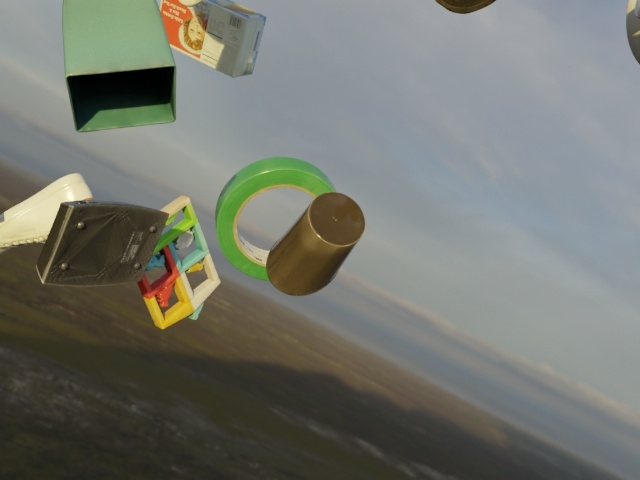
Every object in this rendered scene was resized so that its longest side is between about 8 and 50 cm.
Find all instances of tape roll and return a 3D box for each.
[{"bbox_3d":[-0.102,-0.050,2.041,0.321,0.321,0.077,28,21,-24],"label":"tape roll"}]

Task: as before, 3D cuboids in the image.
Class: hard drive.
[{"bbox_3d":[-0.407,0.002,1.524,0.054,0.172,0.254,31,14,26],"label":"hard drive"}]

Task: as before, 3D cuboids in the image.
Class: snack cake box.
[{"bbox_3d":[-0.276,-0.524,2.008,0.264,0.152,0.089,30,30,22],"label":"snack cake box"}]

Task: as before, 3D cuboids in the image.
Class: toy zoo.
[{"bbox_3d":[-0.333,0.069,1.867,0.030,0.192,0.293,16,-47,39],"label":"toy zoo"}]

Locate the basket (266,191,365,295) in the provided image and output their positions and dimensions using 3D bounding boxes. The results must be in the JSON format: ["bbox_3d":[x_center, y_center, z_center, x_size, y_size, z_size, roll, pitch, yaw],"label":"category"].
[{"bbox_3d":[0.000,0.000,1.775,0.154,0.204,0.227,50,-31,7],"label":"basket"}]

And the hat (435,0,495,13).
[{"bbox_3d":[0.358,-0.675,1.793,0.331,0.331,0.134,24,34,38],"label":"hat"}]

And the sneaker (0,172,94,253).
[{"bbox_3d":[-0.614,-0.021,1.760,0.123,0.290,0.106,59,11,6],"label":"sneaker"}]

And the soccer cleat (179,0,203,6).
[{"bbox_3d":[-0.207,-0.525,1.551,0.068,0.196,0.076,29,-4,1],"label":"soccer cleat"}]

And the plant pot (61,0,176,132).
[{"bbox_3d":[-0.339,-0.328,1.333,0.165,0.234,0.166,-9,-21,-14],"label":"plant pot"}]

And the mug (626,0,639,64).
[{"bbox_3d":[0.801,-0.456,1.622,0.374,0.276,0.328,-3,16,-28],"label":"mug"}]
